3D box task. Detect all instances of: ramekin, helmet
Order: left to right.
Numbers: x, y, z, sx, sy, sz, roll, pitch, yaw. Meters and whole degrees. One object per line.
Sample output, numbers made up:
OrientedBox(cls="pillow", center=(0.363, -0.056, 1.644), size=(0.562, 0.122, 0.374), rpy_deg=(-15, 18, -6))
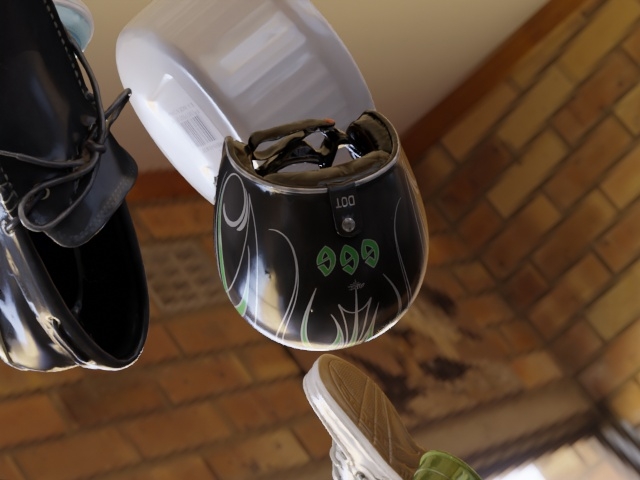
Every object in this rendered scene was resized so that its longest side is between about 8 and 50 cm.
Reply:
OrientedBox(cls="ramekin", center=(-0.082, -0.146, 1.657), size=(0.135, 0.277, 0.277), rpy_deg=(-40, -19, -20))
OrientedBox(cls="helmet", center=(0.000, 0.000, 1.178), size=(0.169, 0.169, 0.161), rpy_deg=(-25, -53, -31))

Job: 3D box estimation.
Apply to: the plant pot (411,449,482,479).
OrientedBox(cls="plant pot", center=(0.098, 0.244, 1.463), size=(0.079, 0.083, 0.083), rpy_deg=(-40, -16, -32))

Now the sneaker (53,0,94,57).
OrientedBox(cls="sneaker", center=(-0.370, -0.138, 1.644), size=(0.319, 0.208, 0.127), rpy_deg=(-13, -36, -9))

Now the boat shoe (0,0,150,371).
OrientedBox(cls="boat shoe", center=(-0.245, -0.073, 1.450), size=(0.187, 0.156, 0.500), rpy_deg=(-54, -31, -42))

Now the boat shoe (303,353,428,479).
OrientedBox(cls="boat shoe", center=(0.052, 0.238, 1.760), size=(0.096, 0.277, 0.098), rpy_deg=(-26, 28, 23))
